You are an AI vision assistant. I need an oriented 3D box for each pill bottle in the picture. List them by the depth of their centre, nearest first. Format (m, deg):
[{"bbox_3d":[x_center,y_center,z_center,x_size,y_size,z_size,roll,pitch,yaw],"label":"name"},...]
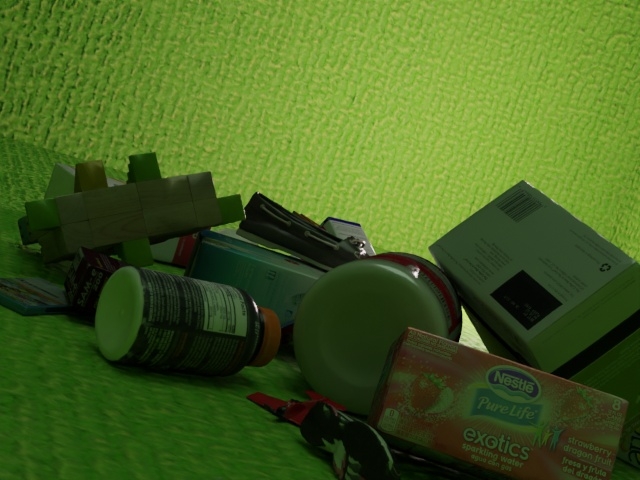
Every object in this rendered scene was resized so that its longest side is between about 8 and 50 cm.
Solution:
[{"bbox_3d":[-0.175,0.119,1.443,0.246,0.130,0.130,15,7,-38],"label":"pill bottle"},{"bbox_3d":[0.110,0.135,1.689,0.229,0.229,0.408,20,6,12],"label":"pill bottle"}]

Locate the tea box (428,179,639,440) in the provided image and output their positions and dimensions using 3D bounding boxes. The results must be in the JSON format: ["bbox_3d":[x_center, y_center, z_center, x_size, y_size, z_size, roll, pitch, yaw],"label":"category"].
[{"bbox_3d":[0.398,0.130,1.761,0.323,0.220,0.329,58,-5,-36],"label":"tea box"}]

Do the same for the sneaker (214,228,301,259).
[{"bbox_3d":[-0.106,0.083,2.235,0.305,0.114,0.152,19,26,-6],"label":"sneaker"}]

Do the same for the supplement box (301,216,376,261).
[{"bbox_3d":[0.057,0.074,2.172,0.114,0.111,0.220,11,43,-48],"label":"supplement box"}]

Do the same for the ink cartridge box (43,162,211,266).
[{"bbox_3d":[-0.417,-0.052,2.245,0.306,0.131,0.226,16,6,-33],"label":"ink cartridge box"}]

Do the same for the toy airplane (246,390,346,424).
[{"bbox_3d":[-0.020,0.227,1.411,0.151,0.028,0.151,17,6,-2],"label":"toy airplane"}]

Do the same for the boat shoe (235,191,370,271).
[{"bbox_3d":[0.000,0.000,2.020,0.335,0.095,0.112,20,3,8],"label":"boat shoe"}]

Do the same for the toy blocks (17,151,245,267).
[{"bbox_3d":[-0.366,-0.033,1.877,0.381,0.190,0.261,-12,-2,-31],"label":"toy blocks"}]

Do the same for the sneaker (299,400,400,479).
[{"bbox_3d":[0.052,0.250,1.258,0.077,0.072,0.178,27,6,-33],"label":"sneaker"}]

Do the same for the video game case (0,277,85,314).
[{"bbox_3d":[-0.428,0.082,1.551,0.119,0.015,0.166,22,7,23],"label":"video game case"}]

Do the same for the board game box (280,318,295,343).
[{"bbox_3d":[-0.043,0.153,1.772,0.133,0.033,0.169,-24,-2,13],"label":"board game box"}]

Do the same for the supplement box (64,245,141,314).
[{"bbox_3d":[-0.263,0.092,1.598,0.239,0.073,0.130,23,4,-21],"label":"supplement box"}]

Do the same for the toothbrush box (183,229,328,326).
[{"bbox_3d":[-0.104,0.088,1.958,0.296,0.126,0.216,19,5,-9],"label":"toothbrush box"}]

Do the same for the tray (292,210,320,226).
[{"bbox_3d":[0.106,0.076,2.463,0.411,0.076,0.203,33,2,-15],"label":"tray"}]

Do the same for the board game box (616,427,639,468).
[{"bbox_3d":[0.567,0.314,1.870,0.142,0.144,0.275,12,8,-43],"label":"board game box"}]

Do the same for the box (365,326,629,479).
[{"bbox_3d":[0.221,0.233,1.358,0.300,0.142,0.154,18,-15,1],"label":"box"}]
